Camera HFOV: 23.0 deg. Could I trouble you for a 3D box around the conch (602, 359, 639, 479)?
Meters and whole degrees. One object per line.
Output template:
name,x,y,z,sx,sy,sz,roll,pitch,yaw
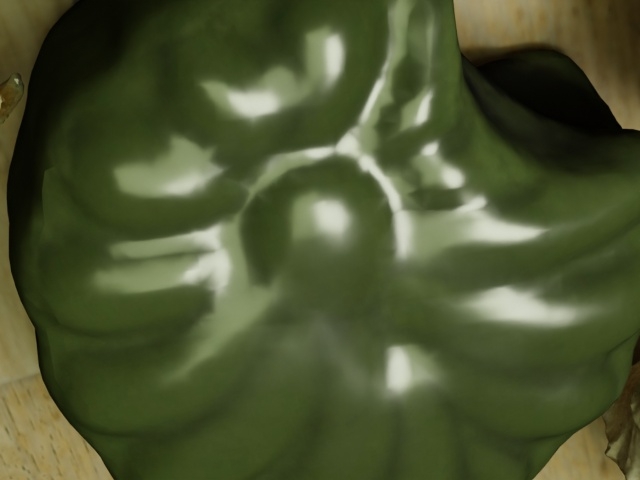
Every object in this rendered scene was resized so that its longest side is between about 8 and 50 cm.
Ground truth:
conch,0.279,0.151,0.974,0.163,0.178,0.245,-9,148,39

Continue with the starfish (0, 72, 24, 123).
starfish,-0.276,-0.149,0.721,0.302,0.060,0.299,-27,114,-17

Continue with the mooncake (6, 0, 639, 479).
mooncake,0.000,0.000,0.831,0.351,0.187,0.351,-6,120,-9
